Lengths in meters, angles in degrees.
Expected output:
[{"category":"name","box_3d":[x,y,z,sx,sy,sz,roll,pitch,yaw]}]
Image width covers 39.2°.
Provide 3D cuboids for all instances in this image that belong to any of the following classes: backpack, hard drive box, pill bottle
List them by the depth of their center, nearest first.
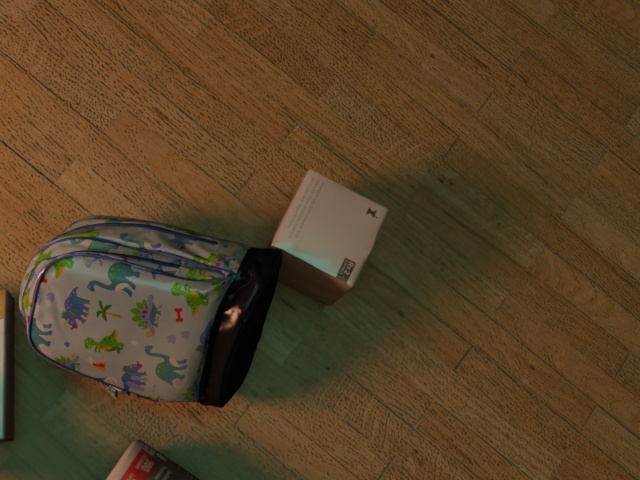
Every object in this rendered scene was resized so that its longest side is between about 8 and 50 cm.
[{"category":"pill bottle","box_3d":[-0.209,0.445,1.366,0.283,0.161,0.161,34,71,-1]},{"category":"hard drive box","box_3d":[-0.573,0.199,1.394,0.181,0.089,0.232,-2,76,-12]},{"category":"backpack","box_3d":[-0.280,0.100,1.396,0.355,0.273,0.290,26,115,9]}]

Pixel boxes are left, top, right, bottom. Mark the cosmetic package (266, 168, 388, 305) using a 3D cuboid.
[{"category":"cosmetic package","box_3d":[0.000,0.000,1.516,0.151,0.184,0.151,27,71,-4]}]
